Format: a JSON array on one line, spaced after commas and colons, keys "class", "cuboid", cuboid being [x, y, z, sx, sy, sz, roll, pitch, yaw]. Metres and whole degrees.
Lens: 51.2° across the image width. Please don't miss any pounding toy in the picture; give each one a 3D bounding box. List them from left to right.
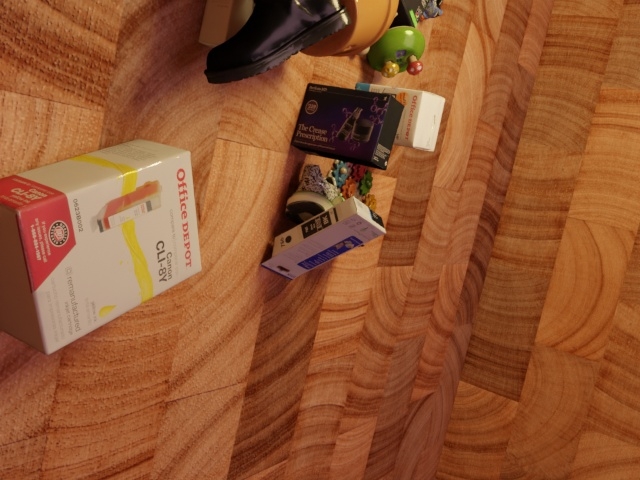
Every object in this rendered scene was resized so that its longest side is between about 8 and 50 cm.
[{"class": "pounding toy", "cuboid": [0.223, -0.548, 1.998, 0.236, 0.183, 0.110, 21, 48, -51]}]

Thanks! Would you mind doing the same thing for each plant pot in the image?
[{"class": "plant pot", "cuboid": [0.018, -0.552, 1.541, 0.203, 0.290, 0.291, -58, 149, -53]}]

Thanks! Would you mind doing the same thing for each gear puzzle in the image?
[{"class": "gear puzzle", "cuboid": [0.124, -0.168, 2.169, 0.176, 0.044, 0.339, -62, 147, -19]}]

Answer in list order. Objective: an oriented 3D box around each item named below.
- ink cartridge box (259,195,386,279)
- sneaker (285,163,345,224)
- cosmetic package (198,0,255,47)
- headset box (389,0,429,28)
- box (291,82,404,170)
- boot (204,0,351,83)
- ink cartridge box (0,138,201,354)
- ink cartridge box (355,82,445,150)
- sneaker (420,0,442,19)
[{"class": "ink cartridge box", "cuboid": [0.000, 0.000, 1.860, 0.165, 0.332, 0.065, 31, 38, -52]}, {"class": "sneaker", "cuboid": [0.040, -0.096, 1.992, 0.410, 0.158, 0.182, 45, 51, -60]}, {"class": "cosmetic package", "cuboid": [-0.183, -0.530, 1.474, 0.117, 0.085, 0.231, 5, 102, -58]}, {"class": "headset box", "cuboid": [0.237, -0.798, 1.972, 0.283, 0.131, 0.246, -62, 146, -18]}, {"class": "box", "cuboid": [0.072, -0.311, 1.808, 0.103, 0.261, 0.184, 21, 86, -59]}, {"class": "boot", "cuboid": [-0.125, -0.498, 1.357, 0.348, 0.131, 0.260, -31, 116, -10]}, {"class": "ink cartridge box", "cuboid": [-0.419, -0.009, 1.262, 0.384, 0.160, 0.279, -32, 130, -48]}, {"class": "ink cartridge box", "cuboid": [0.235, -0.382, 2.064, 0.168, 0.232, 0.171, -7, 109, -57]}, {"class": "sneaker", "cuboid": [0.393, -0.849, 2.240, 0.083, 0.087, 0.221, -7, 110, -58]}]
